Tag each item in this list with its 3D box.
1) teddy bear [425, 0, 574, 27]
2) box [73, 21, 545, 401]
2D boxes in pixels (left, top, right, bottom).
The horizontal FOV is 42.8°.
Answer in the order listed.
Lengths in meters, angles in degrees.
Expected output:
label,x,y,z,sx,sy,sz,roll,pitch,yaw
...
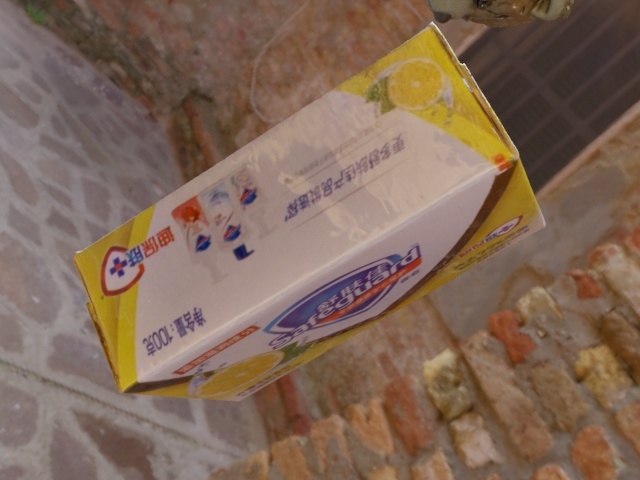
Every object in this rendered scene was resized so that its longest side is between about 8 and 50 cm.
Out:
label,x,y,z,sx,sy,sz,roll,pitch,yaw
teddy bear,0.131,-0.303,0.794,0.256,0.156,0.267,42,4,-34
box,0.000,0.000,0.526,0.097,0.265,0.168,63,10,20
